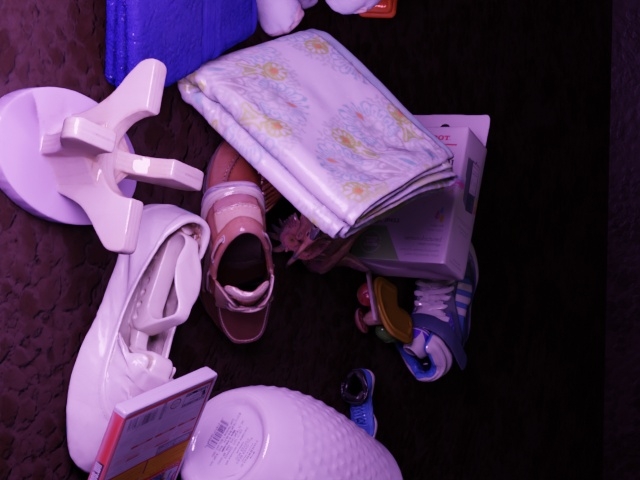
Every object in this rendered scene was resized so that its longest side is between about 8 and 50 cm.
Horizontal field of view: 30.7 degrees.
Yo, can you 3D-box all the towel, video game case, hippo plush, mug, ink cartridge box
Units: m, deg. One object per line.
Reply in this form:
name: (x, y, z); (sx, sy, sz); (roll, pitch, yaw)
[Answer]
towel: (-0.199, -0.350, 1.668); (0.308, 0.076, 0.227); (-42, 145, -46)
video game case: (-0.255, 0.320, 1.623); (0.204, 0.025, 0.285); (-17, 135, -58)
hippo plush: (-0.006, -0.481, 1.877); (0.294, 0.237, 0.234); (52, 50, -48)
towel: (0.007, -0.179, 1.820); (0.320, 0.374, 0.090); (-26, 154, -49)
mug: (-0.092, 0.411, 1.835); (0.374, 0.276, 0.328); (-49, 136, -2)
ink cartridge box: (0.201, -0.109, 2.294); (0.119, 0.207, 0.353); (37, 61, -56)

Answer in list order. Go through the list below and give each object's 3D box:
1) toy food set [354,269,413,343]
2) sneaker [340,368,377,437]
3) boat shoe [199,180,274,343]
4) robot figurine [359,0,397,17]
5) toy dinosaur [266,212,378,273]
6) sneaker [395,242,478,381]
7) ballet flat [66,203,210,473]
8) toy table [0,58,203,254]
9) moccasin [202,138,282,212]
toy food set: (0.112, 0.143, 2.319); (0.218, 0.071, 0.128); (35, 39, -57)
sneaker: (0.073, 0.324, 2.264); (0.084, 0.058, 0.152); (21, 71, -64)
boat shoe: (-0.126, 0.058, 1.770); (0.324, 0.123, 0.116); (86, -11, -47)
robot figurine: (0.109, -0.530, 2.178); (0.158, 0.128, 0.219); (4, 91, -38)
toy dinosaur: (0.000, 0.000, 2.062); (0.200, 0.127, 0.295); (-60, 153, -25)
sneaker: (0.240, 0.141, 2.459); (0.236, 0.130, 0.322); (-42, 134, -55)
ballet flat: (-0.249, 0.131, 1.630); (0.139, 0.139, 0.400); (40, 60, -54)
toy table: (-0.286, -0.110, 1.519); (0.274, 0.161, 0.252); (1, 92, -58)
moccasin: (-0.063, -0.131, 1.904); (0.380, 0.147, 0.139); (-43, 129, -49)
